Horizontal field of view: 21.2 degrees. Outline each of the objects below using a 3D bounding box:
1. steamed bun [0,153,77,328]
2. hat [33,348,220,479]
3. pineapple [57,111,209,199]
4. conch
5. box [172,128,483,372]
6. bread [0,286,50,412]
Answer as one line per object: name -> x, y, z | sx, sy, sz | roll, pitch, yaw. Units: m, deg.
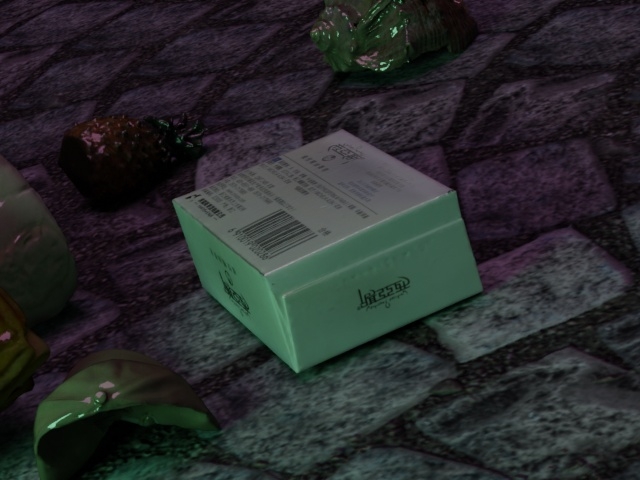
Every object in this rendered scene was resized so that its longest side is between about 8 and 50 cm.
steamed bun -> -0.458, -0.012, 1.873 | 0.247, 0.236, 0.383 | -32, 28, -33
hat -> -0.195, 0.127, 1.545 | 0.166, 0.144, 0.173 | -19, 46, -9
pineapple -> -0.222, -0.115, 2.116 | 0.198, 0.108, 0.108 | -18, 20, -35
conch -> 0.103, -0.288, 2.256 | 0.245, 0.163, 0.178 | -11, 52, -29
box -> 0.001, 0.002, 1.676 | 0.203, 0.116, 0.274 | -24, 24, -16
bread -> -0.446, 0.135, 1.584 | 0.324, 0.167, 0.277 | -37, 69, -26
